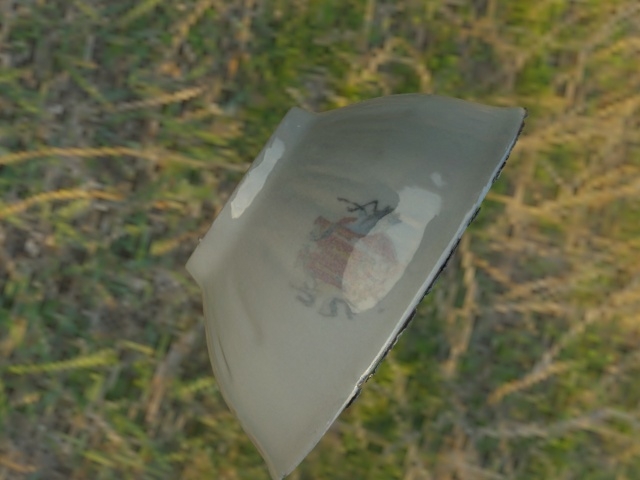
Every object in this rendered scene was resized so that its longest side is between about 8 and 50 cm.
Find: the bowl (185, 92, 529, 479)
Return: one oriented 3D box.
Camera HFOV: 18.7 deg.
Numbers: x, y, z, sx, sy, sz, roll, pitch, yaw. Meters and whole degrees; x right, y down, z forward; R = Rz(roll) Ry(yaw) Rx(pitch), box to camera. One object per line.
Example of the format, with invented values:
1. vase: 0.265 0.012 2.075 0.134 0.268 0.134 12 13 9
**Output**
1. bowl: 0.000 0.000 0.809 0.086 0.189 0.189 34 70 -3
